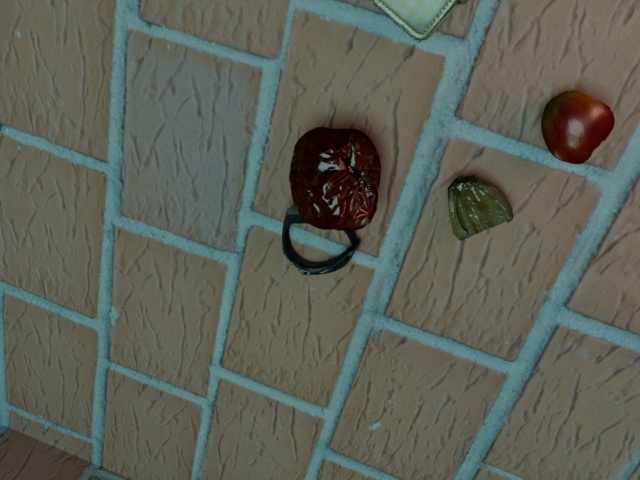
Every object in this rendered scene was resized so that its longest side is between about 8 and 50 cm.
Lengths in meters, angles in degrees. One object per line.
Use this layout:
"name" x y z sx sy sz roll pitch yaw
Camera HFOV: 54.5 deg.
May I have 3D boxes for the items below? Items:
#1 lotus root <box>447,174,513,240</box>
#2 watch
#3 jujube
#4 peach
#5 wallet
"lotus root" 0.357 -0.089 1.431 0.143 0.070 0.144 -16 116 31
"watch" 0.000 0.000 1.597 0.206 0.068 0.193 -1 120 22
"jujube" 0.037 -0.143 1.426 0.212 0.213 0.232 4 103 16
"peach" 0.517 -0.233 1.284 0.151 0.151 0.118 42 77 -7
"wallet" 0.228 -0.570 1.215 0.223 0.077 0.309 42 121 -3
